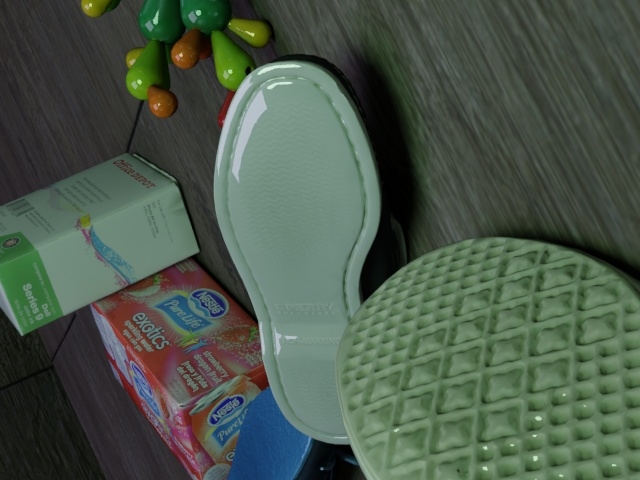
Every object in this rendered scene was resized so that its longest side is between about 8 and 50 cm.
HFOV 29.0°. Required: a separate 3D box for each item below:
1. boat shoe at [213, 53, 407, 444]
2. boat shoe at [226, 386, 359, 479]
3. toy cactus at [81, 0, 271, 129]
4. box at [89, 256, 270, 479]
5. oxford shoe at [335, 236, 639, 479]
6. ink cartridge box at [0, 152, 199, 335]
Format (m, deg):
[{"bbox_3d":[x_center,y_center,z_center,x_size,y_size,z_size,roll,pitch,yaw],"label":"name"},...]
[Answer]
[{"bbox_3d":[0.000,0.000,0.839,0.114,0.091,0.303,8,127,14],"label":"boat shoe"},{"bbox_3d":[-0.026,0.198,1.144,0.109,0.089,0.258,69,151,26],"label":"boat shoe"},{"bbox_3d":[-0.105,-0.188,0.936,0.219,0.112,0.181,45,133,49],"label":"toy cactus"},{"bbox_3d":[-0.132,0.129,1.287,0.257,0.122,0.128,39,149,50],"label":"box"},{"bbox_3d":[0.147,0.122,0.550,0.130,0.169,0.449,52,169,-33],"label":"oxford shoe"},{"bbox_3d":[-0.259,-0.003,1.332,0.154,0.212,0.093,31,144,57],"label":"ink cartridge box"}]
